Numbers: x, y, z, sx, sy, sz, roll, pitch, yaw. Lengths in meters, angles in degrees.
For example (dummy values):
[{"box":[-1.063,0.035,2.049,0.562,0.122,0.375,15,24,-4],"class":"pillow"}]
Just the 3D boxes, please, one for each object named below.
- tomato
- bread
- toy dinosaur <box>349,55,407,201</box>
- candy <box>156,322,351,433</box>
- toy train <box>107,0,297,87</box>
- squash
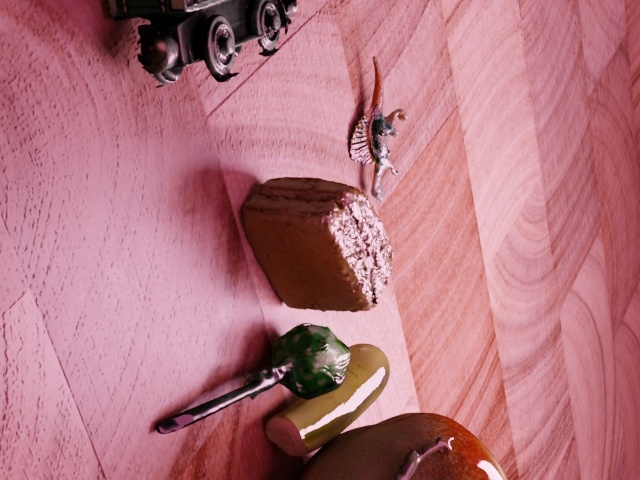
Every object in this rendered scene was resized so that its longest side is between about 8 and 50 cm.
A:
[{"box":[0.098,0.352,1.588,0.303,0.303,0.239,-45,116,-51],"class":"tomato"},{"box":[0.000,0.000,1.520,0.196,0.138,0.102,60,40,-46],"class":"bread"},{"box":[0.074,-0.150,1.739,0.106,0.044,0.187,-46,136,-29],"class":"toy dinosaur"},{"box":[-0.079,0.171,1.475,0.323,0.097,0.097,-18,110,-52],"class":"candy"},{"box":[-0.118,-0.250,1.290,0.269,0.115,0.154,-37,117,-54],"class":"toy train"},{"box":[0.015,0.211,1.647,0.250,0.083,0.083,-34,124,-52],"class":"squash"}]
